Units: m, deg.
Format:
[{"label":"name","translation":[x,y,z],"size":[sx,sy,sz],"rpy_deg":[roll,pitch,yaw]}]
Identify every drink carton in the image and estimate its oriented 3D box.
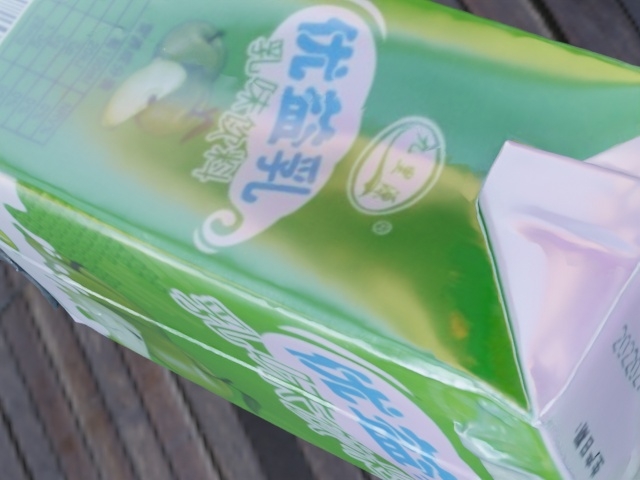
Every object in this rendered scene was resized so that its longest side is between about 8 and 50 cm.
[{"label":"drink carton","translation":[0.000,0.000,0.481],"size":[0.271,0.161,0.108],"rpy_deg":[24,73,33]}]
